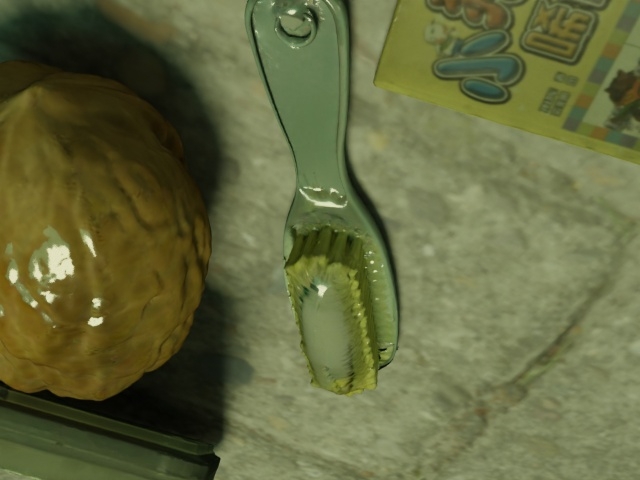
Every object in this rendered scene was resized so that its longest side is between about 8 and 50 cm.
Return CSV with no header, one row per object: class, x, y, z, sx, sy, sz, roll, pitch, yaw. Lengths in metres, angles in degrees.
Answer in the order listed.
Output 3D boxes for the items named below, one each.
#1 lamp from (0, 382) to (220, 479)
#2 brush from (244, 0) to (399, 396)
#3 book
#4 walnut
lamp,-0.202,0.121,0.562,0.269,0.047,0.266,16,165,-1
brush,0.000,0.000,0.467,0.068,0.060,0.296,3,135,15
book,0.134,-0.107,0.363,0.192,0.013,0.168,16,136,-1
walnut,-0.133,-0.006,0.433,0.155,0.155,0.184,12,134,2
